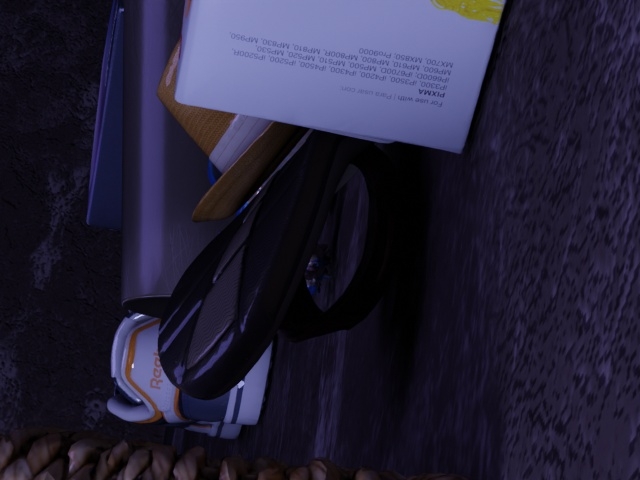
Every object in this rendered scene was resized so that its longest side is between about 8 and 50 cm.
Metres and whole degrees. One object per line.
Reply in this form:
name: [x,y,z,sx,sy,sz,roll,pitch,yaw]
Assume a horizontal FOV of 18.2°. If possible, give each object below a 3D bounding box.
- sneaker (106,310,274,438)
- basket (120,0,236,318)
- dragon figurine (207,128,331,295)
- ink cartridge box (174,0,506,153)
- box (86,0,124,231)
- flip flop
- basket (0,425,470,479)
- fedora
sneaker: [-0.114,0.102,1.706,0.321,0.128,0.126,126,152,-80]
basket: [-0.074,-0.058,1.470,0.204,0.154,0.226,33,-121,-69]
dragon figurine: [-0.027,-0.072,1.333,0.289,0.085,0.144,-93,14,-60]
ink cartridge box: [0.017,-0.147,0.816,0.128,0.127,0.176,-88,9,-53]
box: [-0.106,-0.198,1.866,0.296,0.183,0.294,106,170,-49]
flip flop: [0.000,0.000,0.984,0.112,0.080,0.277,-46,4,24]
basket: [-0.025,0.233,0.748,0.213,0.223,0.299,30,-114,-61]
fedora: [-0.024,-0.100,1.040,0.194,0.079,0.194,-51,0,0]
